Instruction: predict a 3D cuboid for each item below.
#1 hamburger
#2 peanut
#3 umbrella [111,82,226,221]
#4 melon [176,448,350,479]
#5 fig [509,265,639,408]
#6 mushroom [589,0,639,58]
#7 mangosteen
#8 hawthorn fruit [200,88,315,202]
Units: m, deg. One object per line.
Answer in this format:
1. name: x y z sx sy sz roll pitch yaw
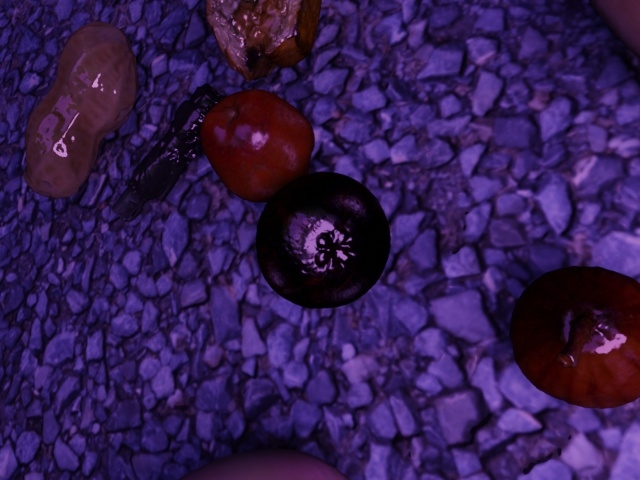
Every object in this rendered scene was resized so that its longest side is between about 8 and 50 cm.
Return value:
1. hamburger: -0.066 -0.329 0.706 0.144 0.156 0.283 4 83 9
2. peanut: -0.377 -0.200 0.859 0.130 0.130 0.290 33 96 31
3. umbrella: -0.219 -0.122 0.790 0.235 0.059 0.066 -48 39 11
4. melon: -0.090 0.325 0.503 0.317 0.223 0.223 -41 61 19
5. fig: 0.214 0.078 0.462 0.128 0.150 0.128 -39 45 55
6. mushroom: 0.363 -0.263 0.416 0.362 0.294 0.362 0 84 -1
7. mangosteen: 0.000 0.000 0.597 0.152 0.152 0.152 -8 73 27
8. hawthorn fruit: -0.075 -0.116 0.662 0.133 0.138 0.132 -11 68 28
